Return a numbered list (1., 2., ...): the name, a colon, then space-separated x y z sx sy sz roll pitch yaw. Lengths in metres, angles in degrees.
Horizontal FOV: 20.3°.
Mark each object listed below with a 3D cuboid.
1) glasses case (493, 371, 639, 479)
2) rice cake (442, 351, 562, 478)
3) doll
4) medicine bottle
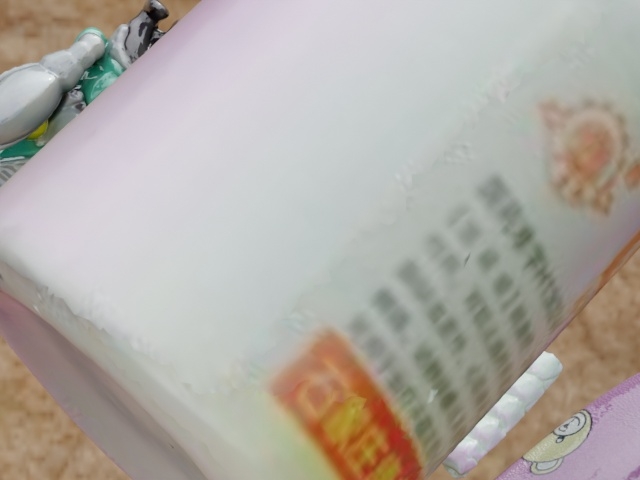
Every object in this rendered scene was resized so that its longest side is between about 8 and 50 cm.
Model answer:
1. glasses case: 0.193 0.211 1.376 0.316 0.076 0.123 -38 36 -9
2. rice cake: 0.125 0.159 1.914 0.198 0.037 0.189 24 56 35
3. doll: -0.238 -0.117 1.692 0.195 0.258 0.153 14 9 -6
4. medicine bottle: 0.045 -0.052 0.802 0.219 0.219 0.388 34 70 28
